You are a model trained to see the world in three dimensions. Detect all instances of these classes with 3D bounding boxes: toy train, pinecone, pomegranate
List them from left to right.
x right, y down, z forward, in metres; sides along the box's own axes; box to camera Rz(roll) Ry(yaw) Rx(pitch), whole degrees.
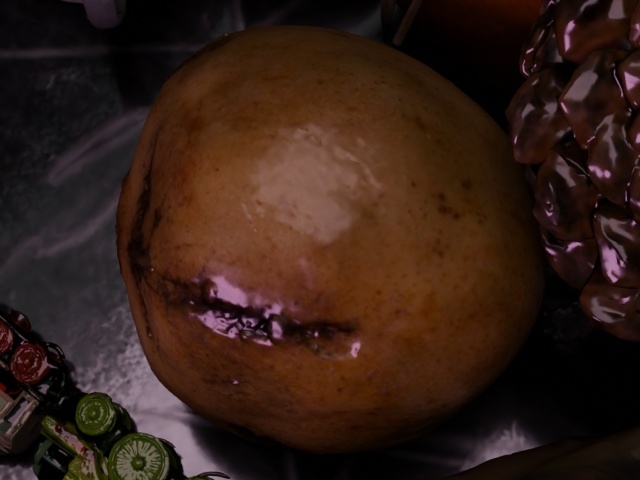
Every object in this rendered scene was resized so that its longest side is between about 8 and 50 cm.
[{"bbox_3d":[-0.160,0.117,1.055,0.249,0.053,0.085,37,83,14],"label":"toy train"},{"bbox_3d":[0.000,0.000,0.982,0.260,0.260,0.260,-1,72,3],"label":"pomegranate"},{"bbox_3d":[0.221,-0.055,0.894,0.243,0.257,0.244,2,94,23],"label":"pinecone"}]

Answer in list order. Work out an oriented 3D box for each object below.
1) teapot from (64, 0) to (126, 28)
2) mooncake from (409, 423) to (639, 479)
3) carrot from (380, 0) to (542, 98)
[{"bbox_3d":[-0.158,-0.252,1.126,0.162,0.149,0.239,-9,71,-1],"label":"teapot"},{"bbox_3d":[0.149,0.213,0.829,0.394,0.393,0.246,-3,66,-35],"label":"mooncake"},{"bbox_3d":[0.116,-0.202,1.027,0.214,0.331,0.193,-27,62,12],"label":"carrot"}]
